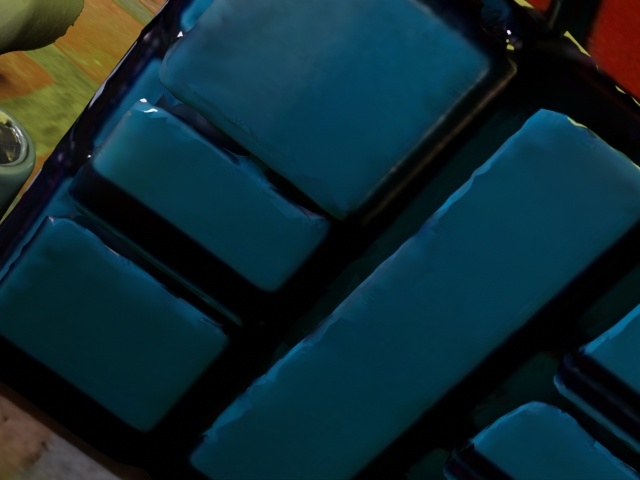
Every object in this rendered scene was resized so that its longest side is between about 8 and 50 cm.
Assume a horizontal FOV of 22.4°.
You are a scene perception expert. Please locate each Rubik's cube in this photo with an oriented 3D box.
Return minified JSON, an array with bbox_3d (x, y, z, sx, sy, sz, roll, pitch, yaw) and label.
[{"bbox_3d":[0.062,-0.035,0.680,0.283,0.288,0.293,40,36,-6],"label":"Rubik's cube"}]

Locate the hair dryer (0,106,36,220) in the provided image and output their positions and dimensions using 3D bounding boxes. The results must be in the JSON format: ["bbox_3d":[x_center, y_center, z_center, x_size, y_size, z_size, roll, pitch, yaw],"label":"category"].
[{"bbox_3d":[-0.164,0.007,0.622,0.047,0.071,0.150,33,34,-7],"label":"hair dryer"}]

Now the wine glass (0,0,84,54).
[{"bbox_3d":[-0.205,-0.136,0.827,0.103,0.103,0.222,42,16,9],"label":"wine glass"}]
